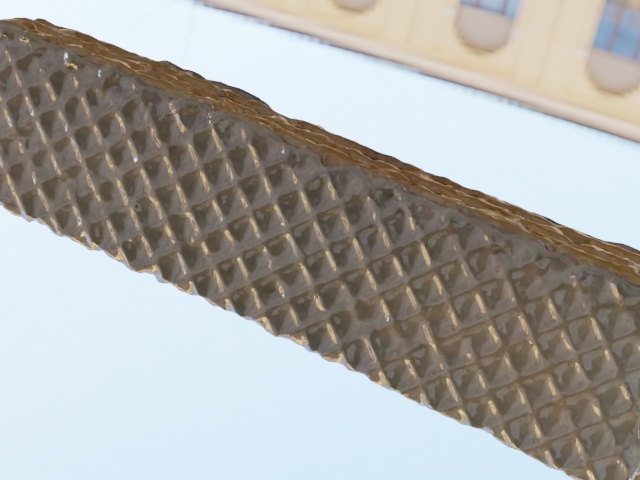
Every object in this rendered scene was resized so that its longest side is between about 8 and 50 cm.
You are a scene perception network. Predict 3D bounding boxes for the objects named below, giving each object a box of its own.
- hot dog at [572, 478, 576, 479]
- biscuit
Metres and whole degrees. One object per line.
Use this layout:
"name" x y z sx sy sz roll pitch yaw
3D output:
"hot dog" 0.217 0.204 1.281 0.084 0.242 0.073 -3 -161 1
"biscuit" 0.000 0.000 0.802 0.379 0.094 0.054 24 -161 22
